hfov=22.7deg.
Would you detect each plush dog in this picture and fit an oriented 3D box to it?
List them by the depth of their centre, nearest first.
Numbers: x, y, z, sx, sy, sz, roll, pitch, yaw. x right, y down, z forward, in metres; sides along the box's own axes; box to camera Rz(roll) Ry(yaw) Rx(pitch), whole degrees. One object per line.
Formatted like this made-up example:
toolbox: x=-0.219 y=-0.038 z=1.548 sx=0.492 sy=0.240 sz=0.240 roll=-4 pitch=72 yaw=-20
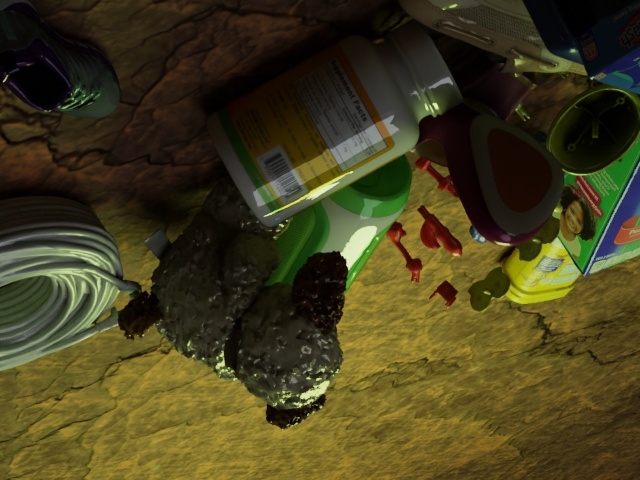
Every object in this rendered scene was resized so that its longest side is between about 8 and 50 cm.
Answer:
plush dog: x=-0.074 y=0.089 z=1.753 sx=0.210 sy=0.225 sz=0.262 roll=-35 pitch=145 yaw=-46

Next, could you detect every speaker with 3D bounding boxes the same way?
speaker: x=0.000 y=0.000 z=1.874 sx=0.131 sy=0.131 sz=0.296 roll=-9 pitch=148 yaw=-32

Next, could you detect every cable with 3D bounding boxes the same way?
cable: x=-0.339 y=0.049 z=1.707 sx=0.257 sy=0.089 sz=0.257 roll=-26 pitch=153 yaw=-1

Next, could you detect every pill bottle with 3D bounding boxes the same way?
pill bottle: x=0.017 y=-0.129 z=1.662 sx=0.245 sy=0.136 sz=0.136 roll=-29 pitch=153 yaw=4

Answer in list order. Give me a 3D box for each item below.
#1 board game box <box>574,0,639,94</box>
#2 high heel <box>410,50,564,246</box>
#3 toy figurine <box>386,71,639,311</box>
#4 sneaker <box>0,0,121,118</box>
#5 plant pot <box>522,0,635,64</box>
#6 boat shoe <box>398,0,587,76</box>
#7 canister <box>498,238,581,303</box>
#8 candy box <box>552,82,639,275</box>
board game box: x=0.358 y=-0.187 z=1.468 sx=0.160 sy=0.047 sz=0.210 roll=-31 pitch=155 yaw=35
high heel: x=0.157 y=-0.065 z=1.696 sx=0.127 sy=0.377 sz=0.181 roll=35 pitch=119 yaw=-12
toy figurine: x=0.248 y=-0.103 z=1.981 sx=0.362 sy=0.191 sz=0.217 roll=-51 pitch=176 yaw=26
sneaker: x=-0.244 y=-0.139 z=1.448 sx=0.083 sy=0.098 sz=0.223 roll=-33 pitch=153 yaw=12
plant pot: x=0.312 y=-0.289 z=1.551 sx=0.212 sy=0.236 sz=0.236 roll=-38 pitch=153 yaw=31
boat shoe: x=0.217 y=-0.237 z=1.689 sx=0.341 sy=0.122 sz=0.110 roll=19 pitch=133 yaw=-42
canister: x=0.342 y=0.008 z=2.274 sx=0.126 sy=0.073 sz=0.170 roll=-8 pitch=146 yaw=-34
candy box: x=0.460 y=-0.124 z=2.062 sx=0.268 sy=0.122 sz=0.317 roll=-19 pitch=147 yaw=-23
